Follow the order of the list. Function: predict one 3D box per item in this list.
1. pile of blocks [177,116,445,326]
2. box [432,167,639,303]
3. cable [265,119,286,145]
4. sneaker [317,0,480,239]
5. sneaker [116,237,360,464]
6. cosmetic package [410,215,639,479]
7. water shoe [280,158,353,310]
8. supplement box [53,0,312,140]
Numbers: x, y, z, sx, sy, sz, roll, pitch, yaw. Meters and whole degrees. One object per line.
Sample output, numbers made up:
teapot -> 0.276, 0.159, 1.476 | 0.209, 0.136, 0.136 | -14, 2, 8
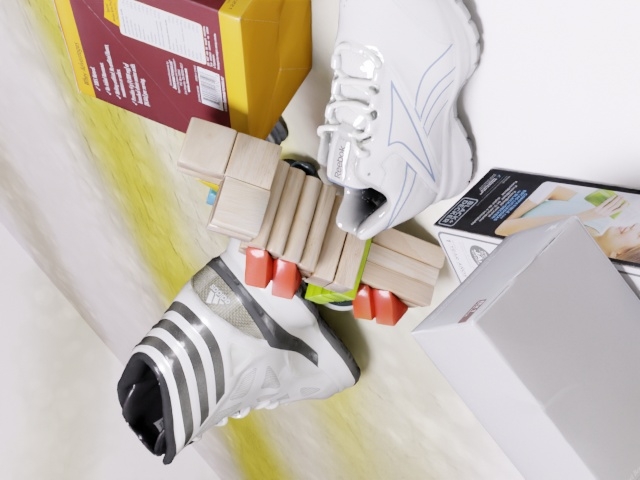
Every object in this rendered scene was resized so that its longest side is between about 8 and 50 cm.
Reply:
pile of blocks -> -0.028, 0.008, 1.094 | 0.149, 0.113, 0.362 | 3, 161, 43
box -> 0.243, 0.046, 0.909 | 0.290, 0.087, 0.169 | 14, 140, 53
cable -> -0.159, -0.199, 1.229 | 0.287, 0.072, 0.139 | 55, 151, -15
sneaker -> 0.056, -0.112, 0.932 | 0.111, 0.129, 0.297 | 32, 151, 35
sneaker -> -0.113, 0.155, 1.382 | 0.169, 0.257, 0.447 | 48, 176, 23
cosmetic package -> 0.194, 0.114, 0.831 | 0.238, 0.127, 0.107 | 52, 156, -4
water shoe -> 0.000, 0.000, 1.273 | 0.080, 0.073, 0.203 | 1, 130, 56
supplement box -> -0.122, -0.207, 1.026 | 0.194, 0.129, 0.191 | 22, 150, 14
